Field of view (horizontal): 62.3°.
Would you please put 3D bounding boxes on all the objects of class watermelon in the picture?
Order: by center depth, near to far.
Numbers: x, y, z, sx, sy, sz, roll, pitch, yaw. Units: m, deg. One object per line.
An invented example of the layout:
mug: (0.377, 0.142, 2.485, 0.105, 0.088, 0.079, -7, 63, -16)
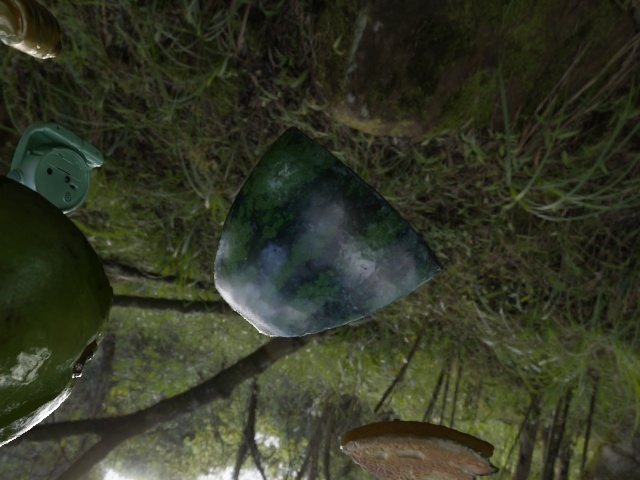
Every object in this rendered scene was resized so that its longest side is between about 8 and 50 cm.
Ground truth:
watermelon: (0.012, 0.027, 0.799, 0.250, 0.283, 0.293, 53, -158, 23)

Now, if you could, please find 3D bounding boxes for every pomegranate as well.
pomegranate: (-0.263, 0.041, 0.337, 0.190, 0.159, 0.240, -9, 124, 18)

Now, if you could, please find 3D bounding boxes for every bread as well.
bread: (-0.235, -0.175, 0.422, 0.034, 0.049, 0.088, -18, -173, -3)

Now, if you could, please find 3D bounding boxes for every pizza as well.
pizza: (0.194, 0.421, 1.012, 0.290, 0.228, 0.081, -7, -151, 22)

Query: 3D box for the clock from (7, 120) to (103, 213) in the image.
clock: (-0.535, -0.119, 1.060, 0.066, 0.210, 0.159, 10, 167, 25)
